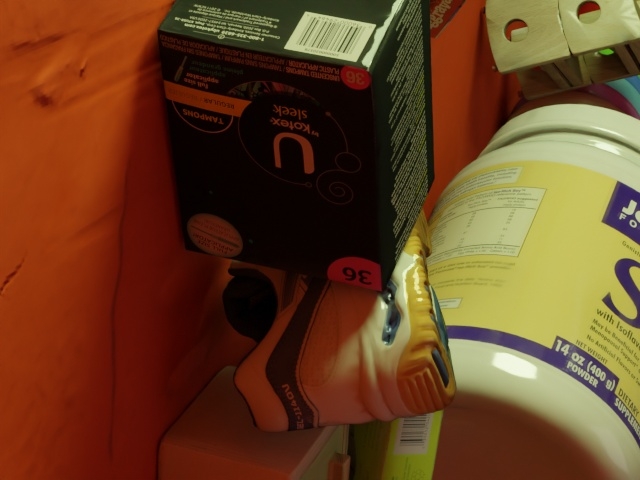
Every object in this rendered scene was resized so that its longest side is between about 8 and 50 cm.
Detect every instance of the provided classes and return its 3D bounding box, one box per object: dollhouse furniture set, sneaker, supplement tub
[{"bbox_3d":[0.206,-0.232,1.693,0.129,0.129,0.184,25,54,-72],"label":"dollhouse furniture set"},{"bbox_3d":[0.000,0.000,1.194,0.296,0.131,0.112,-92,166,-57],"label":"sneaker"},{"bbox_3d":[0.173,0.073,1.548,0.241,0.241,0.331,85,24,-44],"label":"supplement tub"}]

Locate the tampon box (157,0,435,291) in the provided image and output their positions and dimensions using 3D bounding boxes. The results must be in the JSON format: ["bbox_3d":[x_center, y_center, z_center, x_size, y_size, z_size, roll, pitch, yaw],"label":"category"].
[{"bbox_3d":[-0.009,-0.071,1.064,0.161,0.120,0.101,85,23,-44],"label":"tampon box"}]

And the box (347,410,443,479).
[{"bbox_3d":[0.017,0.116,1.278,0.178,0.042,0.109,32,-64,60],"label":"box"}]

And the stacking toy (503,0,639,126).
[{"bbox_3d":[0.267,-0.152,1.912,0.330,0.141,0.141,-65,160,-54],"label":"stacking toy"}]

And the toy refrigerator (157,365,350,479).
[{"bbox_3d":[-0.041,0.225,1.217,0.102,0.094,0.269,-48,145,-58],"label":"toy refrigerator"}]

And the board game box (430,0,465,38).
[{"bbox_3d":[0.137,-0.297,1.439,0.145,0.027,0.281,127,-15,-65],"label":"board game box"}]
